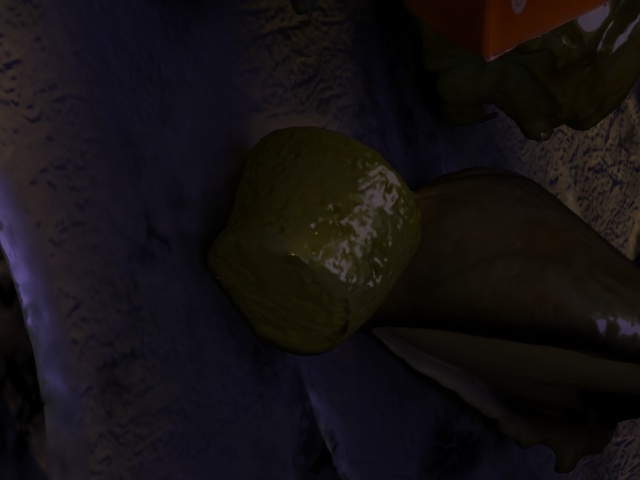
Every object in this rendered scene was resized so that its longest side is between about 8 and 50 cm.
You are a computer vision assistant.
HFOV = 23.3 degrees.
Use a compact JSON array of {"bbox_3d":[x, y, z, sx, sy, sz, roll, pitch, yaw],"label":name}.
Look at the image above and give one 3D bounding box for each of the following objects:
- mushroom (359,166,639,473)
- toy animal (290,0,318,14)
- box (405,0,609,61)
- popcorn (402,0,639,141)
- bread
[{"bbox_3d":[0.193,0.047,1.180,0.292,0.217,0.212,50,42,-41],"label":"mushroom"},{"bbox_3d":[-0.070,-0.258,0.916,0.251,0.125,0.127,39,82,-26],"label":"toy animal"},{"bbox_3d":[0.197,-0.295,1.018,0.341,0.143,0.225,-28,141,-22],"label":"box"},{"bbox_3d":[0.167,-0.191,1.213,0.221,0.183,0.204,59,44,-23],"label":"popcorn"},{"bbox_3d":[0.000,0.000,0.992,0.129,0.111,0.114,53,51,-33],"label":"bread"}]
